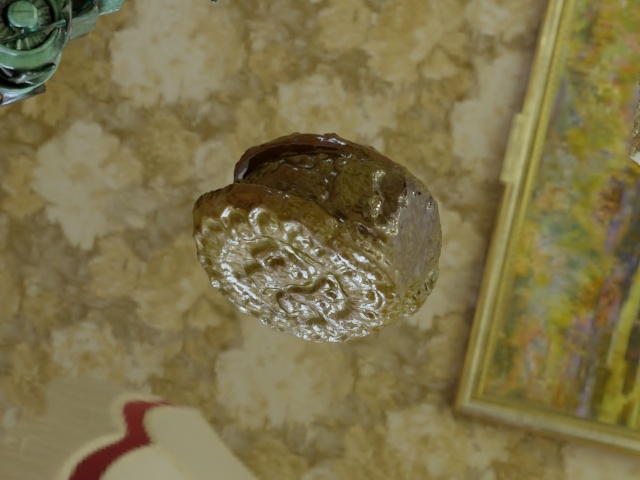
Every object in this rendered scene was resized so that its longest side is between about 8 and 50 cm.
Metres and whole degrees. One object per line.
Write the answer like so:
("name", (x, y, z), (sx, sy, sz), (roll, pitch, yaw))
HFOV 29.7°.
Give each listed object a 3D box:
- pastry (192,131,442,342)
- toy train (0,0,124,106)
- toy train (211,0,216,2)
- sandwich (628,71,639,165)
("pastry", (0.000, 0.000, 0.514), (0.097, 0.109, 0.057), (-46, -164, 55))
("toy train", (-0.249, -0.141, 0.684), (0.115, 0.269, 0.154), (161, -92, -76))
("toy train", (-0.146, -0.315, 1.284), (0.071, 0.170, 0.111), (-47, 142, 0))
("sandwich", (0.416, -0.156, 1.336), (0.193, 0.162, 0.058), (-62, -158, -13))
